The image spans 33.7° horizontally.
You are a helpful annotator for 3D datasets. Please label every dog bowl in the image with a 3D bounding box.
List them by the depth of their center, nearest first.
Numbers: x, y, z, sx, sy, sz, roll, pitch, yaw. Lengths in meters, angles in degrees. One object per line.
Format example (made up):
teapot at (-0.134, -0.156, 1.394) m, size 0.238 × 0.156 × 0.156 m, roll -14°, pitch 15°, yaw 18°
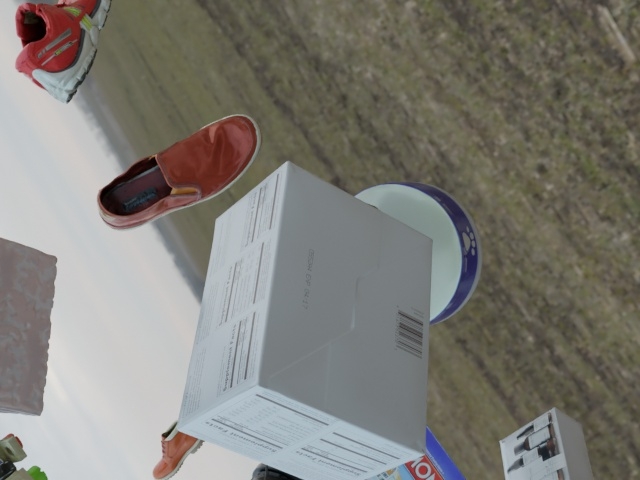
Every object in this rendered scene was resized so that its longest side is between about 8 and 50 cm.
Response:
dog bowl at (0.145, 0.028, 1.874) m, size 0.264 × 0.265 × 0.104 m, roll 57°, pitch -157°, yaw 13°

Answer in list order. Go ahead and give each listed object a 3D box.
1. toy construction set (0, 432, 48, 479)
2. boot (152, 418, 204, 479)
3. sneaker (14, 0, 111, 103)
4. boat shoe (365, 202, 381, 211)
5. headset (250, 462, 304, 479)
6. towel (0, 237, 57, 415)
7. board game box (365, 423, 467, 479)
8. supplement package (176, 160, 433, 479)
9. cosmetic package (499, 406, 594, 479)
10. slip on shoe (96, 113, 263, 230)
toy construction set at (-0.457, 0.371, 1.326) m, size 0.151 × 0.327 × 0.215 m, roll 35°, pitch 140°, yaw -5°
boot at (-0.334, 0.463, 2.338) m, size 0.085 × 0.158 × 0.059 m, roll 36°, pitch -172°, yaw -29°
sneaker at (-0.383, -0.320, 1.543) m, size 0.118 × 0.107 × 0.279 m, roll 28°, pitch -146°, yaw -26°
boat shoe at (-0.003, -0.003, 1.685) m, size 0.109 × 0.091 × 0.305 m, roll 39°, pitch 142°, yaw -19°
headset at (-0.077, 0.504, 1.929) m, size 0.243 × 0.185 × 0.394 m, roll -36°, pitch -39°, yaw -62°
towel at (-0.637, 0.140, 1.920) m, size 0.317 × 0.053 × 0.331 m, roll 21°, pitch -121°, yaw -39°
board game box at (0.149, 0.443, 1.642) m, size 0.317 × 0.213 × 0.046 m, roll 54°, pitch -179°, yaw 23°
supplement package at (-0.007, 0.092, 1.094) m, size 0.204 × 0.145 × 0.261 m, roll 28°, pitch -130°, yaw -27°
cosmetic package at (0.286, 0.329, 1.299) m, size 0.060 × 0.099 × 0.239 m, roll 33°, pitch -147°, yaw -25°
slip on shoe at (-0.251, -0.121, 1.880) m, size 0.123 × 0.331 × 0.101 m, roll 62°, pitch -179°, yaw 10°
